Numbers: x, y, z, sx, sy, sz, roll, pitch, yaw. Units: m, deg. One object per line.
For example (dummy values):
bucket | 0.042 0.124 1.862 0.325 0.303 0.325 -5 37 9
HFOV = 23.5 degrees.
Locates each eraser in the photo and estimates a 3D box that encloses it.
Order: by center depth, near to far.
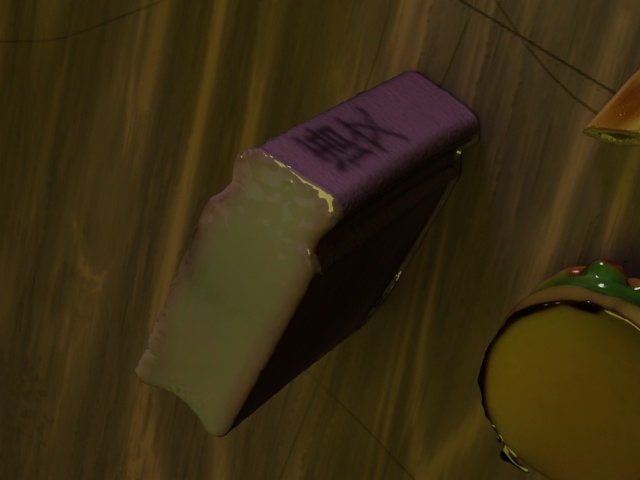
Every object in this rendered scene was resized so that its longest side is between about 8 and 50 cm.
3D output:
eraser | 0.000 0.000 1.475 0.122 0.359 0.272 33 117 14

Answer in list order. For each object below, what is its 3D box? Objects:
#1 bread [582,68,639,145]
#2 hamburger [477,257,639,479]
bread | 0.299 -0.114 1.459 0.103 0.049 0.062 -50 45 31
hamburger | 0.280 0.124 1.487 0.237 0.149 0.237 14 119 27
